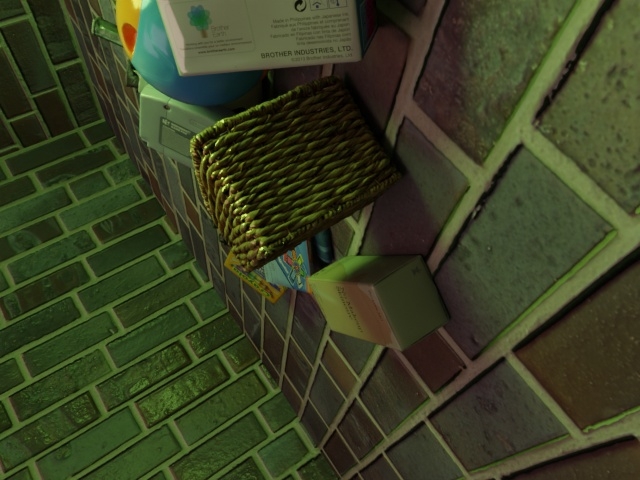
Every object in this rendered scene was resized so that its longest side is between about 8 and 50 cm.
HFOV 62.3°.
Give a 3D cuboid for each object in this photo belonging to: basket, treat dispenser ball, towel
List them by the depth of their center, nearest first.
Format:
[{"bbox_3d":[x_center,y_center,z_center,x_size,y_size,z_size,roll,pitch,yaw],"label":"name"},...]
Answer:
[{"bbox_3d":[-0.054,-0.111,0.929,0.223,0.299,0.213,58,160,2],"label":"basket"},{"bbox_3d":[-0.214,-0.390,0.951,0.288,0.288,0.288,47,155,31],"label":"treat dispenser ball"},{"bbox_3d":[0.000,0.000,1.307,0.067,0.029,0.119,40,150,41],"label":"towel"}]

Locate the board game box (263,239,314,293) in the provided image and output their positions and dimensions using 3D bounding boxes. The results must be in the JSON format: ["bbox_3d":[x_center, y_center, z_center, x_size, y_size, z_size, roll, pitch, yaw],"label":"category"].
[{"bbox_3d":[-0.090,0.007,1.334,0.145,0.027,0.281,14,130,24],"label":"board game box"}]

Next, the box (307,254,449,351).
[{"bbox_3d":[0.105,0.117,1.091,0.148,0.121,0.311,65,158,-7],"label":"box"}]

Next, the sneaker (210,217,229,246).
[{"bbox_3d":[-0.258,-0.011,1.731,0.286,0.130,0.109,40,149,39],"label":"sneaker"}]

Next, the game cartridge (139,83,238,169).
[{"bbox_3d":[-0.239,-0.213,1.128,0.297,0.062,0.198,26,145,-6],"label":"game cartridge"}]

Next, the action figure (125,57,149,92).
[{"bbox_3d":[-0.343,-0.374,1.348,0.185,0.285,0.099,-80,9,-67],"label":"action figure"}]

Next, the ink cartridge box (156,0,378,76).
[{"bbox_3d":[-0.085,-0.422,0.641,0.270,0.151,0.395,0,130,14],"label":"ink cartridge box"}]

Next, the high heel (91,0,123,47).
[{"bbox_3d":[-0.363,-0.501,1.095,0.186,0.093,0.261,22,134,-10],"label":"high heel"}]

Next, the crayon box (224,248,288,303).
[{"bbox_3d":[-0.167,0.070,1.564,0.203,0.083,0.323,38,152,-1],"label":"crayon box"}]

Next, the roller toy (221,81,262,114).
[{"bbox_3d":[-0.227,-0.317,1.195,0.191,0.209,0.146,27,149,14],"label":"roller toy"}]
